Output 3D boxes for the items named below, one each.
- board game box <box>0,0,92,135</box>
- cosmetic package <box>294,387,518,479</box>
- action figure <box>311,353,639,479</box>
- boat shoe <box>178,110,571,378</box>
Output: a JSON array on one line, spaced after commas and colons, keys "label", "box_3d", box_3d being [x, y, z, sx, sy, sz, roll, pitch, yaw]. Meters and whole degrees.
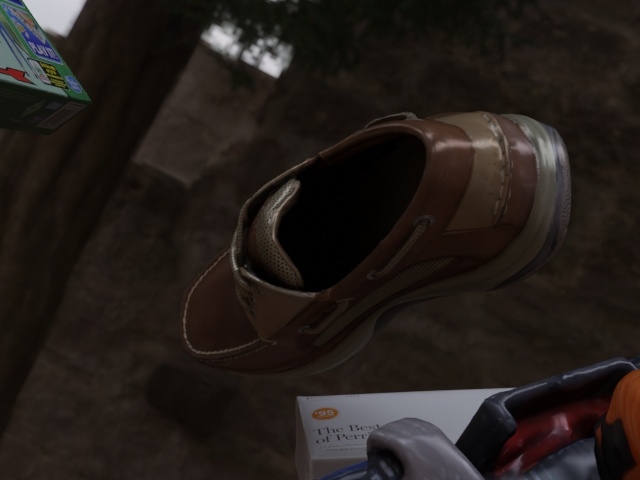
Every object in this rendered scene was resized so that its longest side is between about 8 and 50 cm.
[{"label": "board game box", "box_3d": [-0.261, -0.169, 0.801, 0.213, 0.046, 0.317, 56, 8, 3]}, {"label": "cosmetic package", "box_3d": [0.106, 0.142, 0.893, 0.239, 0.060, 0.099, -2, 16, -7]}, {"label": "action figure", "box_3d": [0.098, 0.125, 0.484, 0.178, 0.341, 0.330, 61, -36, 21]}, {"label": "boat shoe", "box_3d": [0.000, 0.000, 0.811, 0.116, 0.123, 0.324, 12, -30, -38]}]
